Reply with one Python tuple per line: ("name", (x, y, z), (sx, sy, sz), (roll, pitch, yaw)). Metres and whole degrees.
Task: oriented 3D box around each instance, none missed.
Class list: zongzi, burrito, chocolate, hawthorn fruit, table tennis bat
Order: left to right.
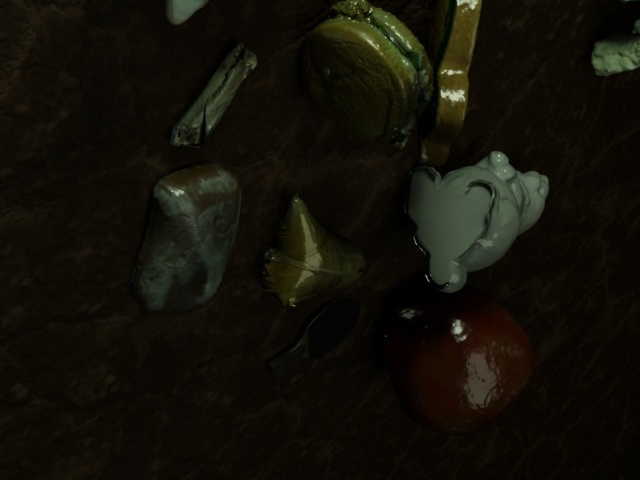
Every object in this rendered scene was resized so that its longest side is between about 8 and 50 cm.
("chocolate", (-0.184, 0.012, 1.870), (0.157, 0.080, 0.254), (-17, 136, -41))
("burrito", (-0.145, -0.194, 1.741), (0.171, 0.042, 0.051), (-57, 151, 8))
("table tennis bat", (-0.010, 0.177, 2.316), (0.220, 0.019, 0.130), (-33, 144, -27))
("zongzi", (0.000, 0.000, 2.077), (0.194, 0.099, 0.197), (-14, 127, -43))
("hawthorn fruit", (0.267, 0.219, 2.481), (0.295, 0.295, 0.311), (-26, 118, -33))

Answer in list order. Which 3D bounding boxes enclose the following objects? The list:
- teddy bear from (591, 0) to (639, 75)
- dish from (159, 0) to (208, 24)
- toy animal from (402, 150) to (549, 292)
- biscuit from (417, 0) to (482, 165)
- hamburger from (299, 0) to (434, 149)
("teddy bear", (0.607, -0.519, 2.260), (0.327, 0.375, 0.362), (-32, 103, -25))
("dish", (-0.161, -0.369, 1.460), (0.229, 0.081, 0.229), (22, 90, -81))
("toy animal", (0.298, -0.040, 2.327), (0.357, 0.194, 0.257), (1, 113, -61))
("biscuit", (0.187, -0.257, 1.910), (0.343, 0.057, 0.287), (99, -1, -46))
("hamburger", (0.074, -0.250, 1.818), (0.122, 0.189, 0.215), (-43, 147, -29))
